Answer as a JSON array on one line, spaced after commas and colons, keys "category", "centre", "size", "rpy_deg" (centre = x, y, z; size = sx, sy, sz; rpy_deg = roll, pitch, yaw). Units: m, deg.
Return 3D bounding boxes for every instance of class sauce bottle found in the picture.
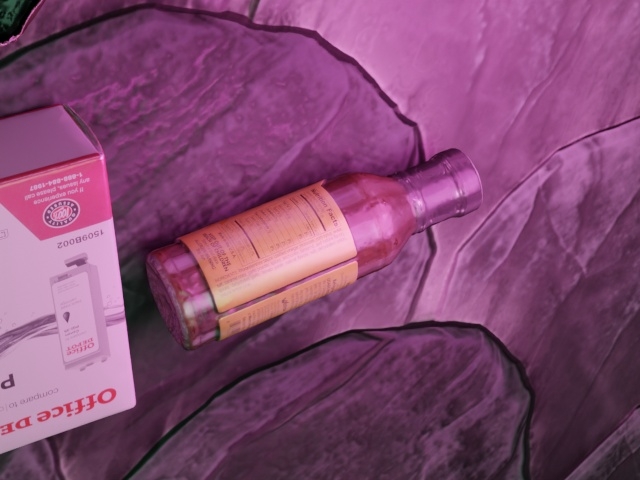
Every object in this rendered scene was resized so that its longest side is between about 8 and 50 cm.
[{"category": "sauce bottle", "centre": [0.000, 0.000, 1.455], "size": [0.344, 0.111, 0.111], "rpy_deg": [-21, 128, -19]}]

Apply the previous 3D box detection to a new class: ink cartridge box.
[{"category": "ink cartridge box", "centre": [-0.287, 0.045, 1.301], "size": [0.207, 0.117, 0.283], "rpy_deg": [-18, 127, -22]}]

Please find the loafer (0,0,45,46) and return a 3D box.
[{"category": "loafer", "centre": [-0.222, -0.246, 1.177], "size": [0.080, 0.078, 0.220], "rpy_deg": [14, 111, -37]}]
